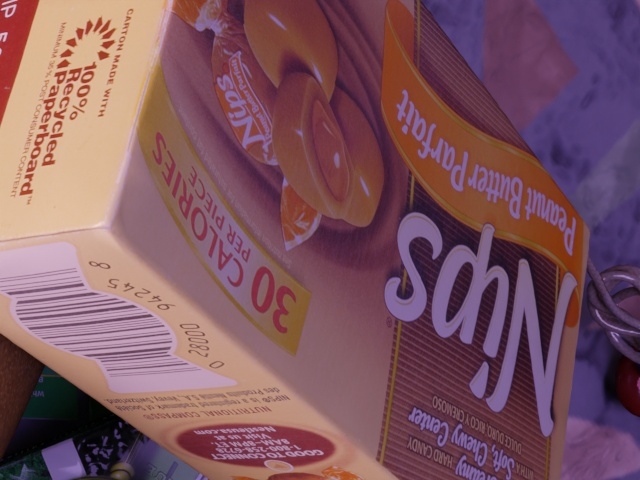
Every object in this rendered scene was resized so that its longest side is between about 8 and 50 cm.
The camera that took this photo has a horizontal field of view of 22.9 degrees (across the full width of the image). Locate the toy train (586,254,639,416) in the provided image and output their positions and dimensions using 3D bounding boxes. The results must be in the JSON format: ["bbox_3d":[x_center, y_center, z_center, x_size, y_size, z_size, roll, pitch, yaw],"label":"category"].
[{"bbox_3d":[0.229,0.038,0.839,0.143,0.105,0.248,-53,123,-25],"label":"toy train"}]

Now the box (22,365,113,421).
[{"bbox_3d":[-0.077,-0.009,0.657,0.105,0.043,0.179,6,98,-35],"label":"box"}]

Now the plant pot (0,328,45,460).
[{"bbox_3d":[-0.208,0.066,0.495,0.254,0.237,0.237,-47,122,-34],"label":"plant pot"}]

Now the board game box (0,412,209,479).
[{"bbox_3d":[-0.050,0.195,0.655,0.136,0.030,0.260,-22,96,-4],"label":"board game box"}]

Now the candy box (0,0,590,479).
[{"bbox_3d":[0.000,0.000,0.594,0.316,0.087,0.183,46,47,-47],"label":"candy box"}]
